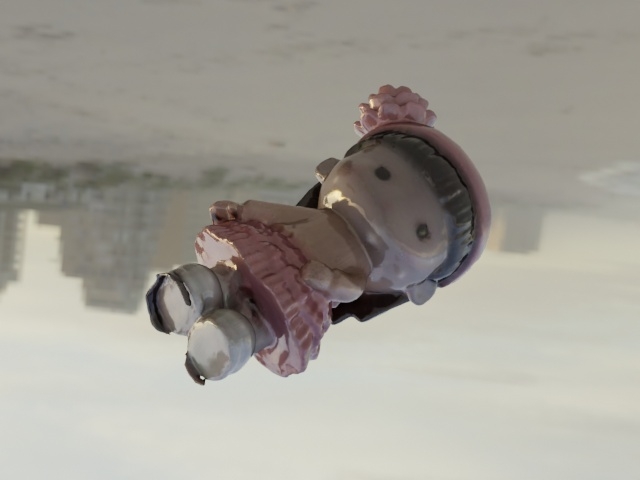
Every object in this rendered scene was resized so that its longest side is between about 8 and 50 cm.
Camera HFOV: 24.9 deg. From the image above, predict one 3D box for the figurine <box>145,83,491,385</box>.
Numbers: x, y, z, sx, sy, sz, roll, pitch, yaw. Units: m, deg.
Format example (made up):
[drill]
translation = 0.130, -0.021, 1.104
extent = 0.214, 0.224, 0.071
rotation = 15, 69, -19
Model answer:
[figurine]
translation = 0.000, 0.000, 0.482
extent = 0.129, 0.072, 0.054
rotation = -30, 161, -29
